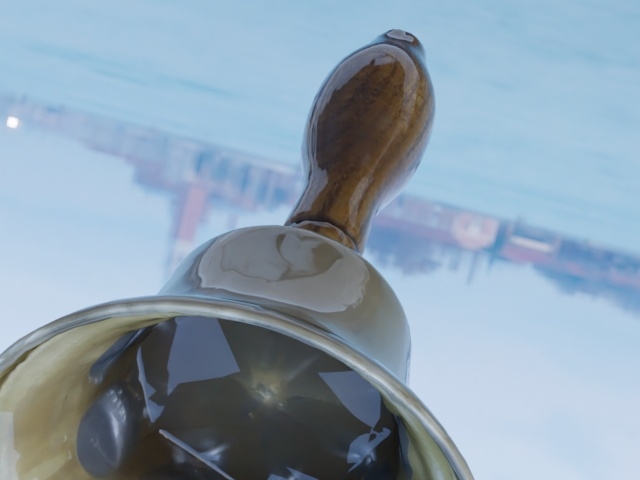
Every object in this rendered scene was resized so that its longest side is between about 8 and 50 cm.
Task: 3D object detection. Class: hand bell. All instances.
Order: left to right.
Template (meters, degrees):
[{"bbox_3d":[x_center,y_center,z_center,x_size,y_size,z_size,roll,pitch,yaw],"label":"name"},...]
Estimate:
[{"bbox_3d":[0.000,0.000,0.490,0.126,0.126,0.242,15,-144,4],"label":"hand bell"}]
